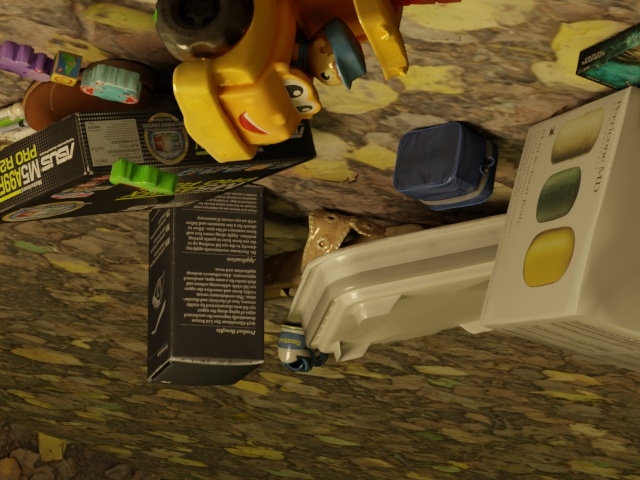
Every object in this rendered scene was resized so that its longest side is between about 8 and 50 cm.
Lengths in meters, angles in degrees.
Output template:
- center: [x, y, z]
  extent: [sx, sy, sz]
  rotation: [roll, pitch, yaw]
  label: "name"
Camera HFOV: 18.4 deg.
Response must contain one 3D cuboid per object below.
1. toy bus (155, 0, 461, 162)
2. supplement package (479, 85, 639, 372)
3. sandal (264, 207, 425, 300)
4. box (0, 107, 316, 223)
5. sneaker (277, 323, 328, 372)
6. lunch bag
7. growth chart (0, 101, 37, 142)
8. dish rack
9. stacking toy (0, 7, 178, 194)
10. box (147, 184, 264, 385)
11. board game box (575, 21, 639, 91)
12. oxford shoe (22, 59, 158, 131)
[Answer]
- center: [0.008, -0.172, 1.379]
  extent: [0.211, 0.220, 0.149]
  rotation: [2, 157, 14]
  label: "toy bus"
- center: [0.287, 0.002, 1.719]
  extent: [0.198, 0.199, 0.262]
  rotation: [16, 173, -11]
  label: "supplement package"
- center: [-0.002, 0.004, 2.228]
  extent: [0.240, 0.088, 0.079]
  rotation: [-16, 122, 34]
  label: "sandal"
- center: [-0.173, -0.074, 1.898]
  extent: [0.270, 0.060, 0.216]
  rotation: [-6, 171, -41]
  label: "box"
- center: [-0.030, 0.164, 2.840]
  extent: [0.053, 0.059, 0.144]
  rotation: [4, 163, 20]
  label: "sneaker"
- center: [0.126, -0.070, 1.899]
  extent: [0.065, 0.067, 0.098]
  rotation: [25, 159, -40]
  label: "lunch bag"
- center: [-0.264, -0.102, 2.168]
  extent: [0.237, 0.021, 0.172]
  rotation: [20, 161, -28]
  label: "growth chart"
- center: [0.117, 0.058, 2.148]
  extent: [0.285, 0.072, 0.333]
  rotation: [-12, 168, -9]
  label: "dish rack"
- center: [-0.217, -0.143, 1.719]
  extent: [0.221, 0.167, 0.052]
  rotation: [15, 164, -13]
  label: "stacking toy"
- center: [-0.130, 0.051, 2.227]
  extent: [0.108, 0.207, 0.153]
  rotation: [3, 167, -15]
  label: "box"
- center: [0.320, -0.131, 1.619]
  extent: [0.186, 0.026, 0.126]
  rotation: [18, 164, -19]
  label: "board game box"
- center: [-0.242, -0.125, 1.972]
  extent: [0.076, 0.076, 0.212]
  rotation: [20, 164, -31]
  label: "oxford shoe"
